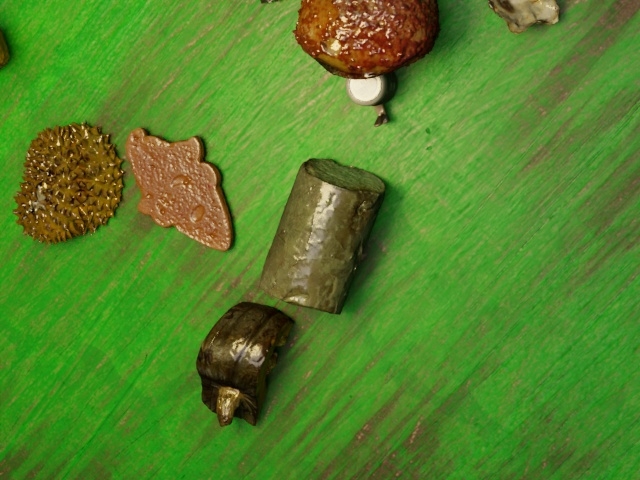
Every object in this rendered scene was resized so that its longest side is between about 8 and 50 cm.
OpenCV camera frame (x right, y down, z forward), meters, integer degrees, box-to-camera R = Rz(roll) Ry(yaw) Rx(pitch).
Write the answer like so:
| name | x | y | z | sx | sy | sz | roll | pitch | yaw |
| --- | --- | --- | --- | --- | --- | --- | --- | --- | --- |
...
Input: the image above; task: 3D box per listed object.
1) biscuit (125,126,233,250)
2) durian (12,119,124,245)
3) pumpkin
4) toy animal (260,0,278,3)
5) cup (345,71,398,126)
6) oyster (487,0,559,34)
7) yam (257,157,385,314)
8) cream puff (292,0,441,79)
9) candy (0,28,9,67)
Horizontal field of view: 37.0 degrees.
| name | x | y | z | sx | sy | sz | roll | pitch | yaw |
| --- | --- | --- | --- | --- | --- | --- | --- | --- | --- |
| biscuit | -0.253 | -0.094 | 1.755 | 0.183 | 0.043 | 0.280 | -42 | 91 | 21 |
| durian | -0.474 | -0.104 | 1.773 | 0.183 | 0.138 | 0.249 | 19 | 98 | 21 |
| pumpkin | -0.155 | 0.234 | 1.737 | 0.131 | 0.126 | 0.248 | 21 | 105 | 13 |
| toy animal | -0.084 | -0.480 | 1.642 | 0.065 | 0.047 | 0.135 | -7 | 96 | 11 |
| cup | 0.082 | -0.247 | 1.605 | 0.074 | 0.099 | 0.102 | 13 | 102 | 14 |
| oyster | 0.314 | -0.402 | 1.540 | 0.103 | 0.051 | 0.148 | -24 | 93 | 0 |
| yam | 0.000 | 0.000 | 1.643 | 0.161 | 0.161 | 0.268 | 23 | 102 | 11 |
| cream puff | 0.071 | -0.362 | 1.519 | 0.240 | 0.240 | 0.164 | -2 | 142 | 16 |
| candy | -0.695 | -0.327 | 1.730 | 0.260 | 0.260 | 0.118 | -19 | 99 | 18 |
